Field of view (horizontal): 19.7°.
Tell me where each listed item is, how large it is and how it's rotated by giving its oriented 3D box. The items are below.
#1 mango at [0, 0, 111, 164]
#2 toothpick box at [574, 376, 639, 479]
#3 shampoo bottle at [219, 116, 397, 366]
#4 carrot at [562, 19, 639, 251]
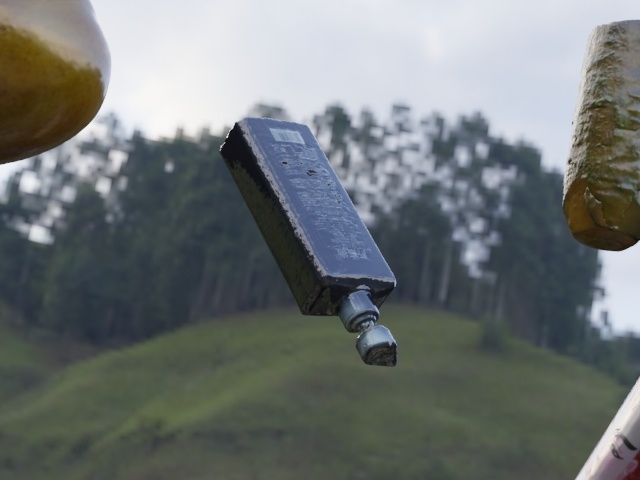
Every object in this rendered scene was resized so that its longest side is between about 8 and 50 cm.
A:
[{"bbox_3d":[-0.412,-0.185,2.026,0.378,0.221,0.264,-9,3,8],"label":"mango"},{"bbox_3d":[0.405,0.231,1.969,0.204,0.204,0.333,18,-65,-19],"label":"toothpick box"},{"bbox_3d":[-0.001,0.000,1.880,0.098,0.309,0.071,5,-48,-38],"label":"shampoo bottle"},{"bbox_3d":[0.232,-0.079,1.426,0.082,0.173,0.082,11,-16,3],"label":"carrot"}]
